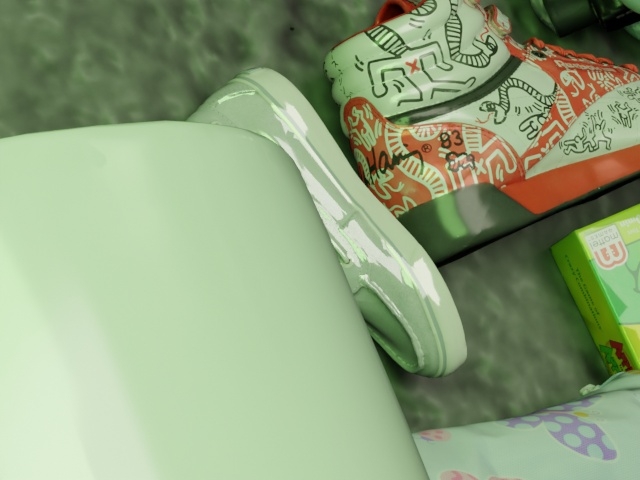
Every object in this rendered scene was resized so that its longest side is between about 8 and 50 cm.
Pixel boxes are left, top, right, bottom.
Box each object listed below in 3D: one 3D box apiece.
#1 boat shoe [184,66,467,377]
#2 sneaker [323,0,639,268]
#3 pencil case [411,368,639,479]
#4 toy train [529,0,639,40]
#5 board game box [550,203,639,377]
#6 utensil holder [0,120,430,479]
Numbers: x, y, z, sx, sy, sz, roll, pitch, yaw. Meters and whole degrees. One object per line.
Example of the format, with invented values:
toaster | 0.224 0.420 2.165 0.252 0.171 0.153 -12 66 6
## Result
boat shoe | 0.000 0.000 0.919 0.063 0.066 0.184 -36 95 -27
sneaker | 0.121 -0.088 1.025 0.270 0.090 0.145 -22 85 -37
pencil case | 0.100 0.134 0.894 0.273 0.113 0.124 -10 65 -38
toy train | 0.260 -0.244 1.074 0.142 0.334 0.190 12 55 -77
board game box | 0.211 0.065 1.031 0.092 0.043 0.181 -22 82 -18
utensil holder | -0.081 0.196 0.599 0.327 0.327 0.385 -9 73 -38
